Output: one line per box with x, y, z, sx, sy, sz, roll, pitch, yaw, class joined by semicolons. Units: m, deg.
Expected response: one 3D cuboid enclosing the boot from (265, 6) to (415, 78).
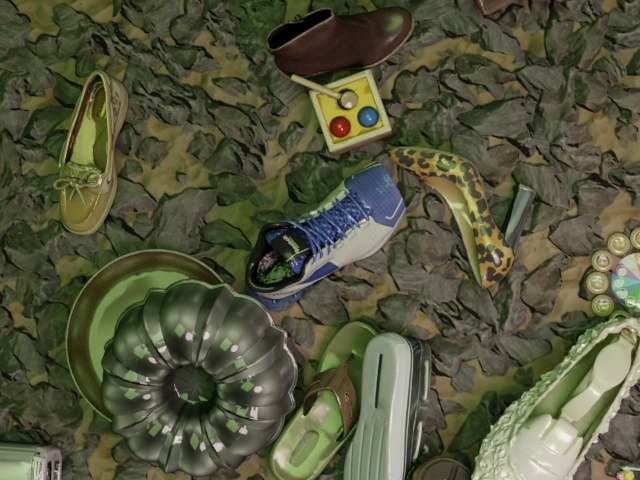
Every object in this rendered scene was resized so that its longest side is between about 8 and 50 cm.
0.038;-0.339;1.836;0.248;0.207;0.090;-24;82;4;boot

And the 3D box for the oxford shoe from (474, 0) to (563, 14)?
0.416;-0.479;1.866;0.363;0.130;0.133;-16;115;-1;oxford shoe

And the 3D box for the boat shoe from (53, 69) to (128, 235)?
-0.406;-0.153;1.934;0.104;0.089;0.285;7;85;8;boat shoe

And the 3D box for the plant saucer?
-0.279;0.171;1.904;0.310;0.050;0.310;-1;84;8;plant saucer

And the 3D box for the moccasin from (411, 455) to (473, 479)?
0.265;0.504;1.743;0.139;0.147;0.380;-40;93;-11;moccasin

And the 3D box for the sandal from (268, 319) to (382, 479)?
0.019;0.276;1.833;0.120;0.086;0.303;29;88;9;sandal

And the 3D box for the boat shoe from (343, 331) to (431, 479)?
0.126;0.316;1.795;0.121;0.119;0.335;17;99;53;boat shoe

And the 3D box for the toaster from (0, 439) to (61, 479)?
-0.521;0.421;1.871;0.146;0.129;0.227;1;82;4;toaster

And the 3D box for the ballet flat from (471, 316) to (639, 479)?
0.372;0.261;1.694;0.147;0.147;0.409;38;66;10;ballet flat

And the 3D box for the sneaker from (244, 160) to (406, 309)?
-0.001;0.001;1.818;0.315;0.182;0.127;-38;82;2;sneaker

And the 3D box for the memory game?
0.530;0.069;1.826;0.186;0.012;0.186;-1;84;8;memory game

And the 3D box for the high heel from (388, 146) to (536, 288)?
0.210;-0.041;1.836;0.261;0.093;0.186;22;81;0;high heel

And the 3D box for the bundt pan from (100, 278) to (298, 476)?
-0.203;0.234;1.777;0.331;0.124;0.331;1;102;5;bundt pan

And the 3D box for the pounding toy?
0.037;-0.227;1.873;0.130;0.100;0.141;-20;87;5;pounding toy

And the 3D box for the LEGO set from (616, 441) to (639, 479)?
0.546;0.347;1.769;0.132;0.107;0.287;9;79;-26;LEGO set
